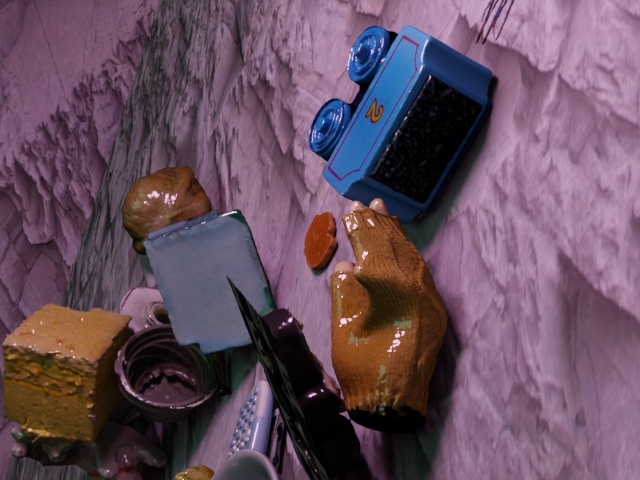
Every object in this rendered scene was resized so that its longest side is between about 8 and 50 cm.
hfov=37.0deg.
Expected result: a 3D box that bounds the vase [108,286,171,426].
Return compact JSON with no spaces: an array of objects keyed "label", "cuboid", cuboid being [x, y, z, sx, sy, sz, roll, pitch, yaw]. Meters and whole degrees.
[{"label":"vase","cuboid":[-0.494,0.308,2.342,0.445,0.250,0.250,-48,32,32]}]

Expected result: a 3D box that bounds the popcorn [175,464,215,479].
[{"label":"popcorn","cuboid":[-0.238,0.500,1.826,0.126,0.125,0.145,-59,1,3]}]

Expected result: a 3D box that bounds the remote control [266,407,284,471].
[{"label":"remote control","cuboid":[-0.089,0.388,1.726,0.065,0.029,0.166,132,153,-57]}]

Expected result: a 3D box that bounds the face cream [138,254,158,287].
[{"label":"face cream","cuboid":[-0.432,0.068,2.571,0.269,0.107,0.073,-118,44,-57]}]

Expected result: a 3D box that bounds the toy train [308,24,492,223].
[{"label":"toy train","cuboid":[0.124,-0.195,1.588,0.300,0.188,0.265,-61,31,12]}]

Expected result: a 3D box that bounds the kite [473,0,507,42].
[{"label":"kite","cuboid":[0.315,-0.436,1.589,0.229,0.016,0.127,-68,22,0]}]

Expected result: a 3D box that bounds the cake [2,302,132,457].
[{"label":"cake","cuboid":[-0.554,0.313,2.116,0.227,0.222,0.286,-59,-22,-64]}]

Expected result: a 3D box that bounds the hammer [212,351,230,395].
[{"label":"hammer","cuboid":[-0.226,0.251,2.068,0.021,0.078,0.201,-54,35,33]}]

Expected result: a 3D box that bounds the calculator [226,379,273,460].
[{"label":"calculator","cuboid":[-0.139,0.398,1.756,0.188,0.042,0.303,125,159,-49]}]

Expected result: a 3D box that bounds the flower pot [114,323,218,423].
[{"label":"flower pot","cuboid":[-0.334,0.310,2.101,0.235,0.235,0.140,-97,15,-46]}]

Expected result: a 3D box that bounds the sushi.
[{"label":"sushi","cuboid":[-0.009,0.229,1.474,0.296,0.100,0.373,-145,34,-69]}]

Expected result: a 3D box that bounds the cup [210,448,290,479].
[{"label":"cup","cuboid":[-0.078,0.505,1.452,0.347,0.163,0.347,-46,33,43]}]

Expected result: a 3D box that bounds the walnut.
[{"label":"walnut","cuboid":[-0.396,-0.074,2.470,0.283,0.227,0.283,-52,16,21]}]

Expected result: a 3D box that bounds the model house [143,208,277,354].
[{"label":"model house","cuboid":[-0.214,0.079,2.033,0.249,0.230,0.281,-54,-53,-83]}]

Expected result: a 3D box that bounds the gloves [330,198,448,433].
[{"label":"gloves","cuboid":[0.098,0.108,1.427,0.203,0.155,0.356,146,120,-62]}]

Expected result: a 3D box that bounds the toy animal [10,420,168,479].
[{"label":"toy animal","cuboid":[-0.554,0.522,2.201,0.266,0.308,0.188,42,127,39]}]

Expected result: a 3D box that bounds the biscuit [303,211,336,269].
[{"label":"biscuit","cuboid":[0.000,0.000,1.865,0.102,0.019,0.130,-53,29,30]}]
